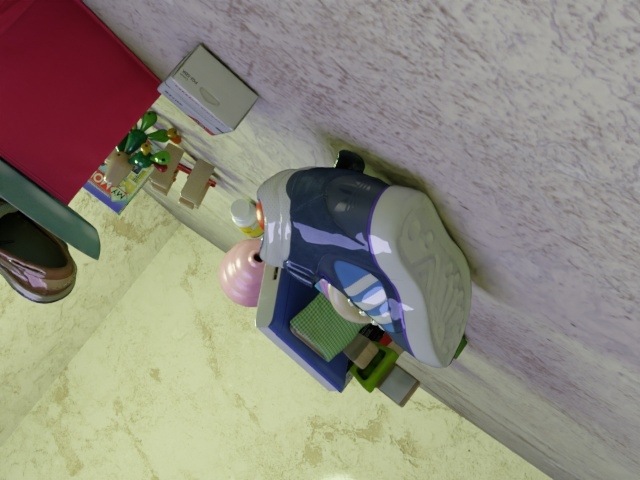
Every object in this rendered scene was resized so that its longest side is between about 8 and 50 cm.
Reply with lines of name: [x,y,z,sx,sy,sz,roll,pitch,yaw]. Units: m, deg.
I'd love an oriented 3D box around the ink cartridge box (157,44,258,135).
ink cartridge box: [-0.146,-0.188,0.908,0.099,0.056,0.135,40,171,-19]

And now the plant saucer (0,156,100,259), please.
plant saucer: [-0.481,-0.080,1.162,0.318,0.043,0.317,36,171,7]

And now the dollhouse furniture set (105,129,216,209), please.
dollhouse furniture set: [-0.363,-0.189,1.673,0.259,0.135,0.262,27,173,-10]

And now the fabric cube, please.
fabric cube: [-0.468,-0.258,1.174,0.259,0.258,0.254,27,168,48]

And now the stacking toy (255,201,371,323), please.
stacking toy: [0.000,0.000,1.112,0.141,0.141,0.330,44,174,-37]

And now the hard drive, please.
hard drive: [-0.019,0.130,1.332,0.040,0.210,0.318,-6,148,23]

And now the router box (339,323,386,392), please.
router box: [0.043,0.213,1.515,0.133,0.179,0.046,31,164,29]

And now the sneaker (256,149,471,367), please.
sneaker: [0.045,0.028,0.895,0.236,0.130,0.322,13,150,33]

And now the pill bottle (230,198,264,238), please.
pill bottle: [-0.172,-0.053,1.687,0.065,0.065,0.116,33,170,25]

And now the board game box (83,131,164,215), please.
board game box: [-0.602,-0.247,1.909,0.317,0.213,0.046,38,171,-4]

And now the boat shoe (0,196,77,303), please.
boat shoe: [-0.532,-0.032,1.165,0.324,0.122,0.120,36,142,-7]

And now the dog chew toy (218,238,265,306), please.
dog chew toy: [-0.199,0.085,2.126,0.207,0.206,0.332,37,163,1]

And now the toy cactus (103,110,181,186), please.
toy cactus: [-0.397,-0.198,1.512,0.219,0.180,0.112,40,-167,20]

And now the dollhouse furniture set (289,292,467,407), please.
dollhouse furniture set: [0.112,0.170,1.272,0.151,0.197,0.301,34,171,37]

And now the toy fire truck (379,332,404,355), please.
toy fire truck: [0.083,0.203,1.803,0.246,0.158,0.217,52,168,-15]
